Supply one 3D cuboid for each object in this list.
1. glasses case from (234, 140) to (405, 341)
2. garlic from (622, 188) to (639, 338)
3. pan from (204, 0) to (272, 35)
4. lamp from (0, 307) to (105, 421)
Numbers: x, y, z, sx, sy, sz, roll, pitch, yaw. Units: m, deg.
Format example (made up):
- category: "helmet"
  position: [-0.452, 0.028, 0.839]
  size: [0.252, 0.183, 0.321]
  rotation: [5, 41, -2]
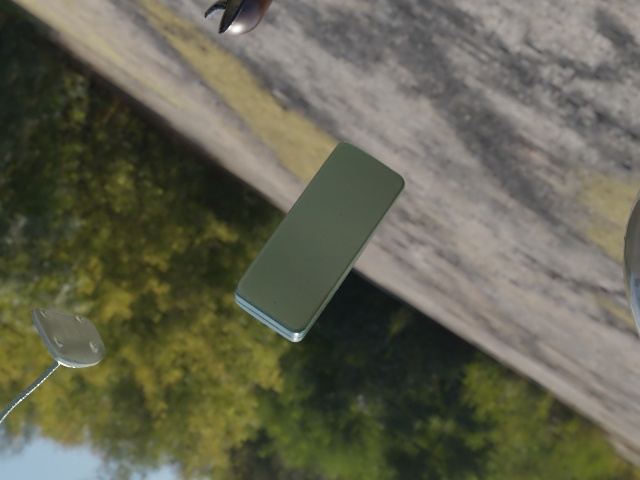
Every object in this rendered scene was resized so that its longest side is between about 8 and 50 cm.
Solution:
- category: "glasses case"
  position: [0.000, 0.000, 1.265]
  size: [0.077, 0.184, 0.039]
  rotation: [33, 165, 7]
- category: "garlic"
  position: [0.261, 0.027, 0.560]
  size: [0.281, 0.203, 0.184]
  rotation: [7, 180, 18]
- category: "pan"
  position: [-0.054, -0.166, 0.946]
  size: [0.023, 0.068, 0.115]
  rotation: [26, 169, -18]
- category: "lamp"
  position: [-0.228, 0.118, 0.962]
  size: [0.056, 0.198, 0.050]
  rotation: [4, -131, -51]
